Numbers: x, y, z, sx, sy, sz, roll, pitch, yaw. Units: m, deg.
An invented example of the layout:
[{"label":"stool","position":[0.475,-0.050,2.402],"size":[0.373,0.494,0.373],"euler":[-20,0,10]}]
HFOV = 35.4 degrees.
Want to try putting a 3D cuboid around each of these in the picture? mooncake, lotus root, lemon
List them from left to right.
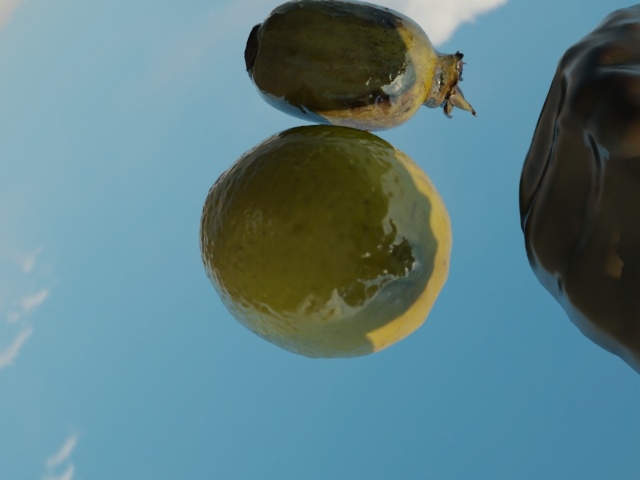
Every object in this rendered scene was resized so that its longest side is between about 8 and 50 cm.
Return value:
[{"label":"lemon","position":[0.000,0.000,1.043],"size":[0.245,0.245,0.320],"euler":[-57,-149,-10]},{"label":"lotus root","position":[0.054,-0.194,1.126],"size":[0.154,0.278,0.154],"euler":[-168,-90,-88]},{"label":"mooncake","position":[0.270,-0.037,0.605],"size":[0.290,0.161,0.290],"euler":[2,-145,-2]}]
